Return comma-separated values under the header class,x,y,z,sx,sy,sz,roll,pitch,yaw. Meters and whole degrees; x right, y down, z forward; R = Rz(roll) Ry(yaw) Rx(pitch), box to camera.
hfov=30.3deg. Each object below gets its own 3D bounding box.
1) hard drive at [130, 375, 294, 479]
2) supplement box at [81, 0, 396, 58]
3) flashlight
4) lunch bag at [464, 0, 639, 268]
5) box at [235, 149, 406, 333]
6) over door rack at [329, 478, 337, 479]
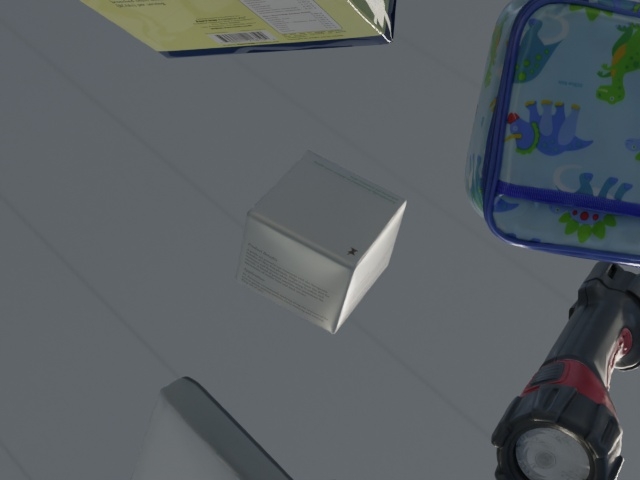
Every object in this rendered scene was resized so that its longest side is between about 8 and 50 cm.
class,x,y,z,sx,sy,sz,roll,pitch,yaw
hard drive,-0.109,0.328,1.170,0.233,0.353,0.047,42,-136,22
supplement box,-0.028,-0.095,0.349,0.083,0.083,0.056,0,-101,23
flashlight,0.241,0.124,1.043,0.103,0.103,0.304,27,-151,16
lunch bag,0.213,-0.066,0.783,0.219,0.176,0.090,10,-169,-5
box,0.000,0.000,0.986,0.101,0.087,0.102,28,-132,14
over door rack,-0.113,0.332,1.019,0.324,0.239,0.108,-8,-164,4
